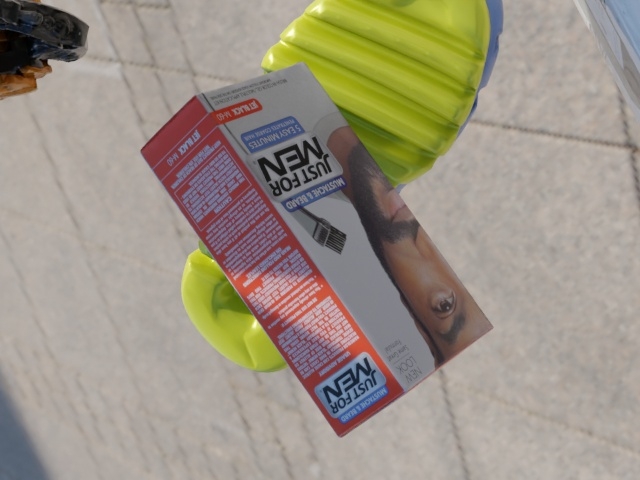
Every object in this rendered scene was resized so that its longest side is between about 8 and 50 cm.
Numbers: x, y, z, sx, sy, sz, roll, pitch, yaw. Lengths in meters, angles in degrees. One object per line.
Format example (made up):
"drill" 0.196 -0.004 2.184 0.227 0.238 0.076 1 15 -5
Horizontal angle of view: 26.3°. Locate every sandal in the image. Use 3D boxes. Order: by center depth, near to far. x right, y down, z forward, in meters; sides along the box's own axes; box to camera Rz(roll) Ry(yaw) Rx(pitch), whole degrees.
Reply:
"sandal" 0.016 -0.061 0.882 0.126 0.138 0.317 39 127 4

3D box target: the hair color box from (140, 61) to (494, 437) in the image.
"hair color box" 0.000 0.000 0.663 0.053 0.093 0.167 -38 84 36

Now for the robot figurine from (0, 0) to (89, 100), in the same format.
"robot figurine" -0.255 -0.113 0.734 0.211 0.291 0.085 -12 90 20

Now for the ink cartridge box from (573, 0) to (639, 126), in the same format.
"ink cartridge box" 0.229 -0.136 0.651 0.115 0.198 0.273 48 -162 -74
